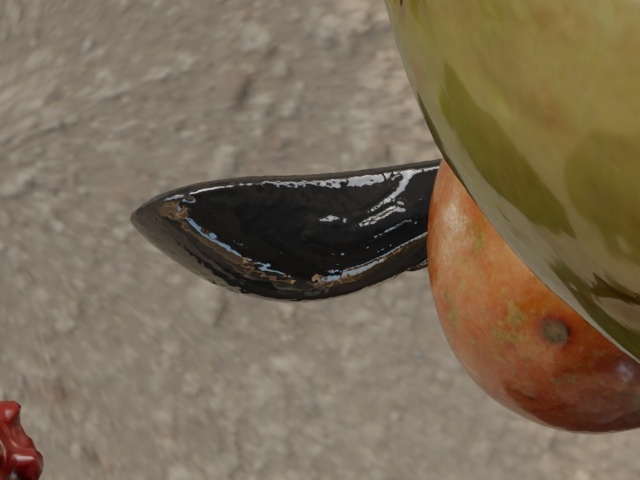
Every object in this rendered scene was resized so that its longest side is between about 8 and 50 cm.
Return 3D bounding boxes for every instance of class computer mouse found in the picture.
[{"bbox_3d":[0.000,0.000,1.405,0.264,0.147,0.088,-9,82,-16],"label":"computer mouse"}]

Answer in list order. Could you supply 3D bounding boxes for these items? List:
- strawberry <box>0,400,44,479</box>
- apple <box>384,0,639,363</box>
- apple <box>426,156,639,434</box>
[{"bbox_3d":[-0.248,0.174,0.958,0.274,0.220,0.274,-18,134,-19],"label":"strawberry"},{"bbox_3d":[0.183,-0.086,0.482,0.338,0.305,0.339,7,75,-26],"label":"apple"},{"bbox_3d":[0.187,-0.008,1.189,0.253,0.253,0.254,0,92,-11],"label":"apple"}]
